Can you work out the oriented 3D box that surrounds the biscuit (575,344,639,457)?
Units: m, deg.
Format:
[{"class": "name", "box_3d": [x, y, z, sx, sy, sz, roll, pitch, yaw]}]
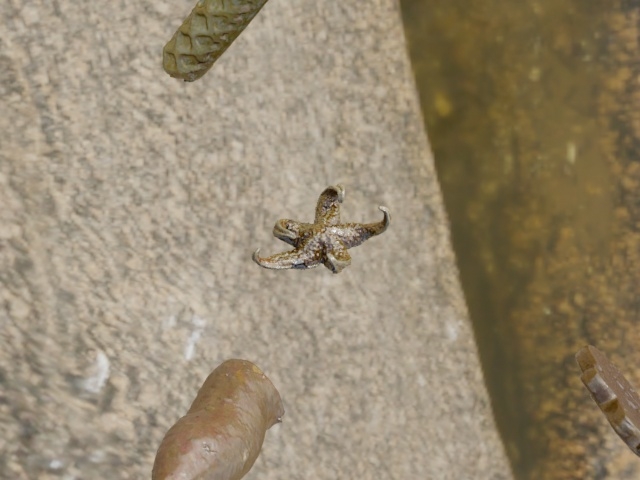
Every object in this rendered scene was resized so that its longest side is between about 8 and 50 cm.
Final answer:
[{"class": "biscuit", "box_3d": [0.411, 0.227, 1.400, 0.180, 0.236, 0.039, 42, 108, -15]}]

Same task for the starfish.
[{"class": "starfish", "box_3d": [-0.001, 0.000, 1.420, 0.190, 0.146, 0.074, -33, 140, -22]}]

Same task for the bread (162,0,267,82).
[{"class": "bread", "box_3d": [-0.107, -0.344, 1.406, 0.077, 0.367, 0.084, 35, 39, -14]}]

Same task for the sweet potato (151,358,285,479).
[{"class": "sweet potato", "box_3d": [-0.155, 0.293, 1.404, 0.336, 0.131, 0.131, -55, 130, -61]}]
